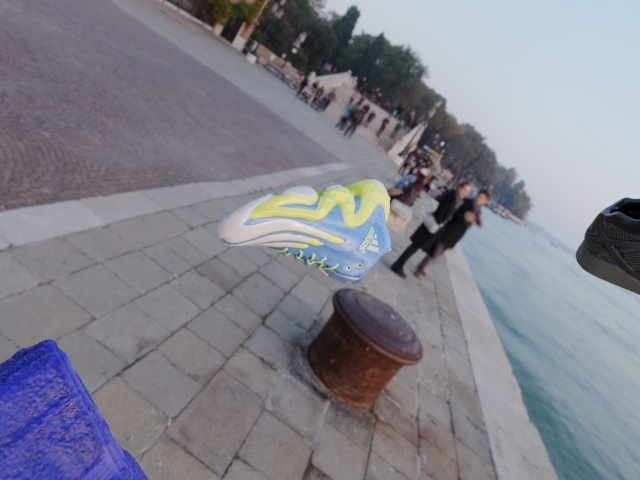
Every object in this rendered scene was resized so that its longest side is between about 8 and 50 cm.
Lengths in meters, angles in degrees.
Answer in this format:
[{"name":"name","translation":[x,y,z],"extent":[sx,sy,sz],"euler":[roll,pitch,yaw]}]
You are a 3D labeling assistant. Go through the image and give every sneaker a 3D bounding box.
[{"name":"sneaker","translation":[0.000,0.000,0.561],"extent":[0.240,0.091,0.126],"euler":[-15,85,-30]},{"name":"sneaker","translation":[0.427,0.017,0.526],"extent":[0.227,0.130,0.087],"euler":[30,52,32]}]

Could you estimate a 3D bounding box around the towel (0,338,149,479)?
[{"name":"towel","translation":[-0.318,0.296,0.536],"extent":[0.308,0.076,0.228],"euler":[66,29,-16]}]
